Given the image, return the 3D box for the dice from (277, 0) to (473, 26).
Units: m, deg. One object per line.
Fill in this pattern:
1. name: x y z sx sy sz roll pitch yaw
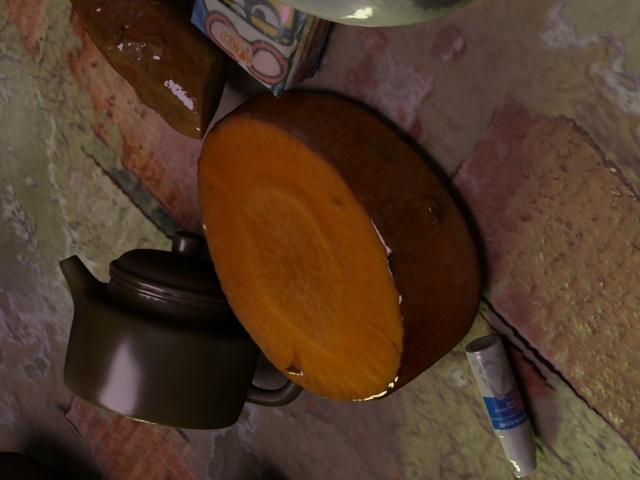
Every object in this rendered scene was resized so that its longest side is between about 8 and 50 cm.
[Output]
1. dice: 0.041 -0.274 1.230 0.193 0.194 0.192 28 133 34

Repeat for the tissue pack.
1. tissue pack: -0.042 -0.214 1.466 0.115 0.065 0.155 42 140 19

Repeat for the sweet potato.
1. sweet potato: -0.164 -0.196 1.597 0.251 0.097 0.097 49 143 24

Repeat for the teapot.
1. teapot: -0.135 0.081 1.706 0.268 0.185 0.175 14 99 5

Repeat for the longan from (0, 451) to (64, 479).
1. longan: -0.412 0.466 2.146 0.404 0.336 0.404 -175 90 -68

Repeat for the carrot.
1. carrot: 0.000 0.000 1.549 0.307 0.100 0.258 40 136 25

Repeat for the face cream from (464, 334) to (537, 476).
1. face cream: 0.162 0.147 1.526 0.034 0.034 0.130 -1 115 48
